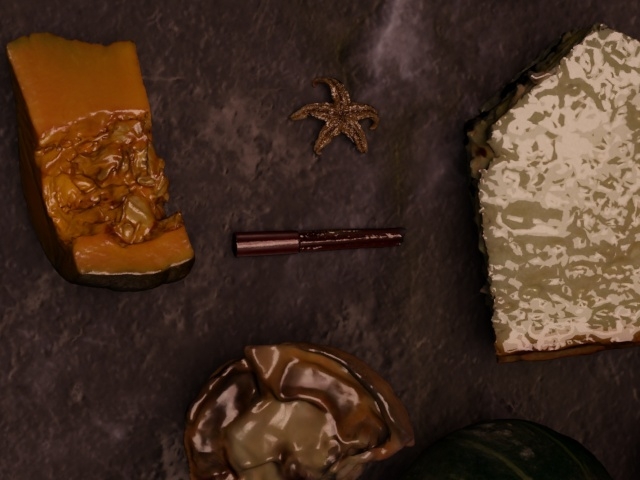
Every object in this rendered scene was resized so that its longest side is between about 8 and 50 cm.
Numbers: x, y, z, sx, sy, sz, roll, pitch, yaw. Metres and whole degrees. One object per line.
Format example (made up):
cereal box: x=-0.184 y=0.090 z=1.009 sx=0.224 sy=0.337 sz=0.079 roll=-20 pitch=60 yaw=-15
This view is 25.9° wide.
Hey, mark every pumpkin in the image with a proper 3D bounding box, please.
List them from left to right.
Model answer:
pumpkin: x=-0.212 y=-0.064 z=1.305 sx=0.131 sy=0.126 sz=0.248 roll=-11 pitch=80 yaw=-16
pumpkin: x=0.154 y=0.312 z=1.339 sx=0.300 sy=0.207 sz=0.300 roll=-34 pitch=140 yaw=-35

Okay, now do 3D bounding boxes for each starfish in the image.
starfish: x=0.014 y=-0.123 z=1.388 sx=0.091 sy=0.028 sz=0.078 roll=3 pitch=96 yaw=-7

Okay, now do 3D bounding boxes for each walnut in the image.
walnut: x=-0.037 y=0.207 z=1.349 sx=0.204 sy=0.141 sz=0.238 roll=31 pitch=89 yaw=0

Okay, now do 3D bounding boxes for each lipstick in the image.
lipstick: x=0.000 y=0.000 z=1.397 sx=0.176 sy=0.027 sz=0.027 roll=-3 pitch=95 yaw=-13

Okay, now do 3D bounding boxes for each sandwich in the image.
sandwich: x=0.276 y=-0.051 z=1.379 sx=0.262 sy=0.131 sz=0.325 roll=-7 pitch=98 yaw=2
